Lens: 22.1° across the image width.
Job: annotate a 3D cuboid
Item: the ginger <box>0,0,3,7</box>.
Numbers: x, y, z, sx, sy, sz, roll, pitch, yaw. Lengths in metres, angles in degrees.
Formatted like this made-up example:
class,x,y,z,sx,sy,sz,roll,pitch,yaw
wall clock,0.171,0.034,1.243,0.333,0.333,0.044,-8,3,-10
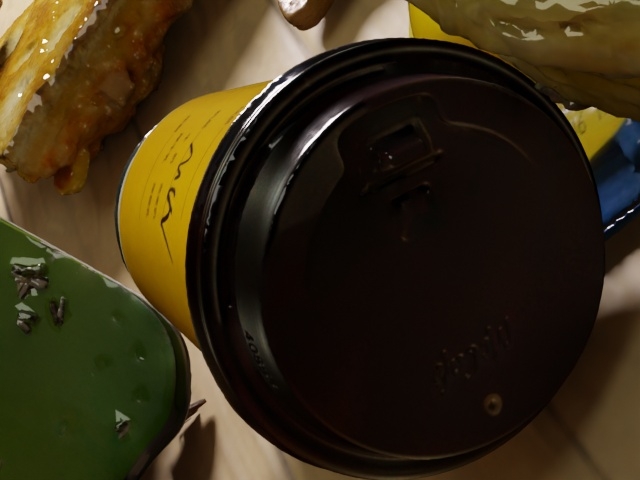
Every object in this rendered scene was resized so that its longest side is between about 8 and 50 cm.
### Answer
class,x,y,z,sx,sy,sz,roll,pitch,yaw
ginger,-0.304,-0.126,1.278,0.096,0.067,0.165,-7,55,48

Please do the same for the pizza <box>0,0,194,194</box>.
class,x,y,z,sx,sy,sz,roll,pitch,yaw
pizza,-0.175,-0.170,1.266,0.268,0.087,0.258,-58,27,0

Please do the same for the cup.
class,x,y,z,sx,sy,sz,roll,pitch,yaw
cup,0.000,0.000,0.792,0.196,0.196,0.280,-63,23,-6

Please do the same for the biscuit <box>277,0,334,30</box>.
class,x,y,z,sx,sy,sz,roll,pitch,yaw
biscuit,0.049,-0.221,1.039,0.205,0.031,0.138,-37,38,32

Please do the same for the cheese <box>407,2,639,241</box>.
class,x,y,z,sx,sy,sz,roll,pitch,yaw
cheese,0.111,-0.114,0.828,0.177,0.069,0.270,-42,44,33

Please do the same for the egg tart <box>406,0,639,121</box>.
class,x,y,z,sx,sy,sz,roll,pitch,yaw
egg tart,0.162,-0.160,0.666,0.345,0.132,0.345,-10,47,11

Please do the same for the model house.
class,x,y,z,sx,sy,sz,roll,pitch,yaw
model house,-0.184,0.138,1.003,0.207,0.154,0.293,27,97,16
